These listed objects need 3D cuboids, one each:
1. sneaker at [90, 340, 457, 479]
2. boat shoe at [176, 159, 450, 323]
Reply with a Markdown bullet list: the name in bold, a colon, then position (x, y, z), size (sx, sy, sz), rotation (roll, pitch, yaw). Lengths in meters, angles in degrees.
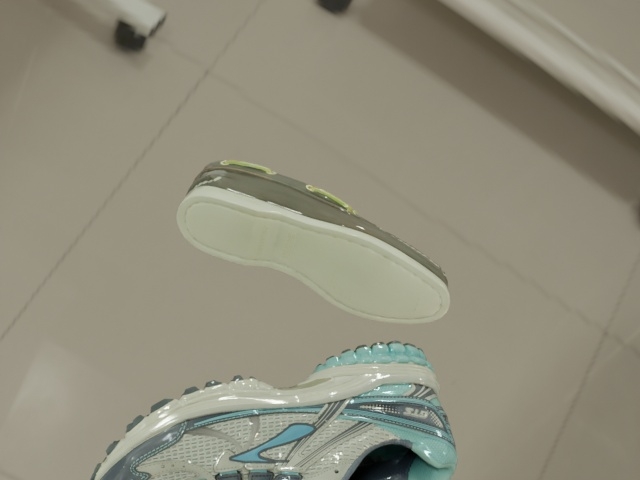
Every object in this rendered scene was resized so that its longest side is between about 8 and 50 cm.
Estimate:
- **sneaker**: position (-0.029, 0.166, 1.157), size (0.283, 0.110, 0.122), rotation (-18, 56, -14)
- **boat shoe**: position (0.001, -0.003, 1.693), size (0.305, 0.109, 0.091), rotation (21, 40, -1)
